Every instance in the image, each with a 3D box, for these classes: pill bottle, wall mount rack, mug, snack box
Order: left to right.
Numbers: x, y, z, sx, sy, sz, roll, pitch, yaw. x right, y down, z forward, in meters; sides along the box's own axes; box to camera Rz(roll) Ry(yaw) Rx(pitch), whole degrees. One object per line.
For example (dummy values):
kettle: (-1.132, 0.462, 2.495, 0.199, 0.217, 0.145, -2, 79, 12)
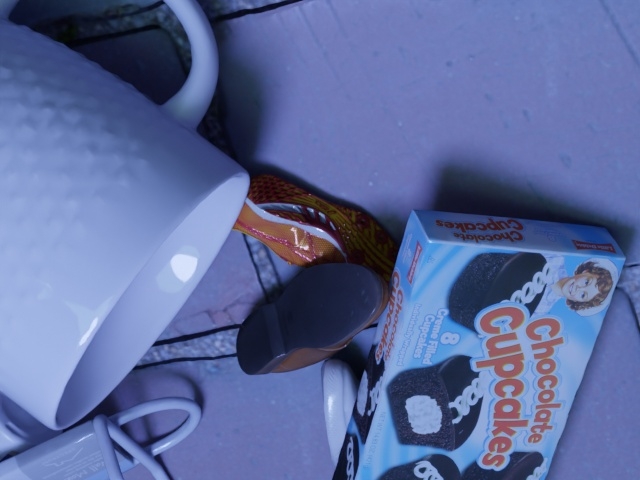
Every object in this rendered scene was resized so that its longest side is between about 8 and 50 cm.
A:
pill bottle: (-0.342, 0.216, 1.838, 0.094, 0.094, 0.169, 41, 119, -11)
mug: (-0.243, -0.082, 1.574, 0.328, 0.276, 0.374, 36, 91, 7)
wall mount rack: (-0.245, 0.297, 1.810, 0.350, 0.130, 0.304, -26, 151, 4)
snack box: (0.135, 0.127, 1.655, 0.187, 0.060, 0.322, 5, 121, -17)

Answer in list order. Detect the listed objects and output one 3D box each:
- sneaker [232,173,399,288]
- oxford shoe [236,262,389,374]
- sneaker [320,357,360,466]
sneaker: (0.000, 0.000, 1.668, 0.175, 0.064, 0.067, 30, 141, 2)
oxford shoe: (0.007, 0.069, 1.665, 0.076, 0.076, 0.212, 4, 161, -33)
sneaker: (0.056, 0.194, 1.754, 0.094, 0.080, 0.212, -12, 123, 6)
